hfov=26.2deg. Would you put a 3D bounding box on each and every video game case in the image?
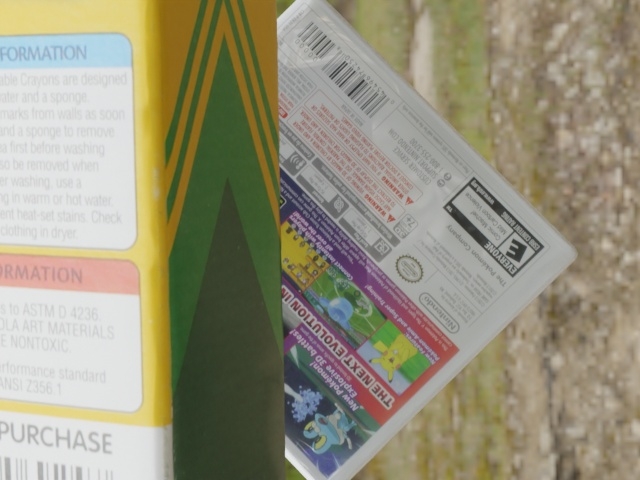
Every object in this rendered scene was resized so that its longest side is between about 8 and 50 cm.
[{"bbox_3d":[0.000,0.000,0.725,0.201,0.183,0.023,46,-179,6],"label":"video game case"}]

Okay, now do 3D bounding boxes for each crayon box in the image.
[{"bbox_3d":[-0.119,-0.048,0.462,0.083,0.203,0.323,-16,-74,-63],"label":"crayon box"}]
